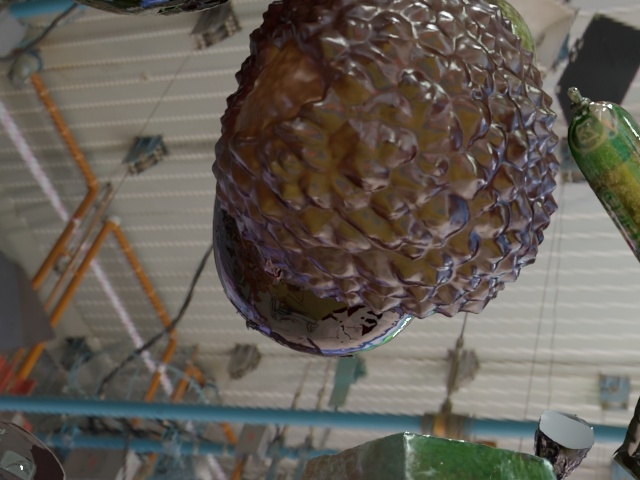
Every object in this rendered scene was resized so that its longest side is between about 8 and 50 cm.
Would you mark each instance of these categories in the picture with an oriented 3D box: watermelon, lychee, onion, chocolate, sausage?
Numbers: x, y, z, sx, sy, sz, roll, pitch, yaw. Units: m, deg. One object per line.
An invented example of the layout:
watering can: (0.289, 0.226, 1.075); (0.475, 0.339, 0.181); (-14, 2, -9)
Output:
watermelon: (0.062, 0.314, 0.928); (0.302, 0.264, 0.151); (-11, -30, 44)
lychee: (0.041, -0.050, 0.528); (0.188, 0.188, 0.188); (11, -43, 11)
onion: (0.000, 0.000, 1.247); (0.314, 0.232, 0.314); (6, -75, 22)
chocolate: (0.221, 0.238, 1.010); (0.070, 0.072, 0.147); (-11, -48, -31)
sausage: (0.177, 0.049, 0.424); (0.033, 0.033, 0.269); (-35, -95, 42)

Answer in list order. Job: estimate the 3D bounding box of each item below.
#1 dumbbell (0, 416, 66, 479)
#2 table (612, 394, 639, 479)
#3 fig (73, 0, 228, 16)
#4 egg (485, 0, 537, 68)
dumbbell: (-0.298, 0.248, 0.777); (0.124, 0.140, 0.225); (28, -75, -12)
table: (0.419, 0.135, 0.686); (0.335, 0.222, 0.272); (44, -29, 33)
fig: (-0.100, -0.238, 0.532); (0.195, 0.195, 0.245); (15, -60, 6)
egg: (0.163, -0.249, 1.456); (0.289, 0.238, 0.238); (9, -44, 7)
